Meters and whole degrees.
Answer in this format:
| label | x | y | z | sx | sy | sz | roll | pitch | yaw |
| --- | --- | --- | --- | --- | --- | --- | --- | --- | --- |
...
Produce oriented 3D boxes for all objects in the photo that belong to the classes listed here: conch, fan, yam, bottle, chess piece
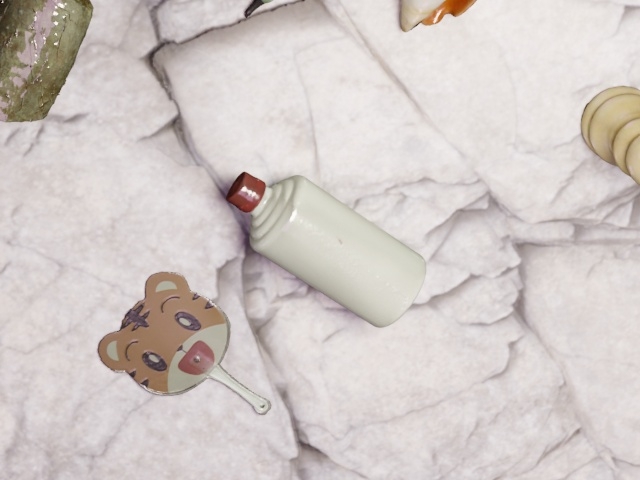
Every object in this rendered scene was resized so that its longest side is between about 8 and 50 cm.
| label | x | y | z | sx | sy | sz | roll | pitch | yaw |
| --- | --- | --- | --- | --- | --- | --- | --- | --- | --- |
| conch | 0.142 | -0.298 | 1.561 | 0.104 | 0.094 | 0.176 | -14 | 126 | -44 |
| fan | -0.149 | 0.145 | 1.753 | 0.226 | 0.008 | 0.152 | 36 | 103 | -18 |
| yam | -0.313 | -0.212 | 1.543 | 0.107 | 0.107 | 0.183 | 24 | 106 | -15 |
| bottle | 0.000 | 0.000 | 1.659 | 0.245 | 0.104 | 0.104 | 34 | 105 | -18 |
| chess piece | 0.360 | -0.107 | 1.619 | 0.094 | 0.170 | 0.094 | -2 | 114 | -4 |

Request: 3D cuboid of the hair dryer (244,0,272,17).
| label | x | y | z | sx | sy | sz | roll | pitch | yaw |
| --- | --- | --- | --- | --- | --- | --- | --- | --- | --- |
| hair dryer | -0.033 | -0.298 | 1.574 | 0.150 | 0.047 | 0.071 | -40 | 109 | 21 |
